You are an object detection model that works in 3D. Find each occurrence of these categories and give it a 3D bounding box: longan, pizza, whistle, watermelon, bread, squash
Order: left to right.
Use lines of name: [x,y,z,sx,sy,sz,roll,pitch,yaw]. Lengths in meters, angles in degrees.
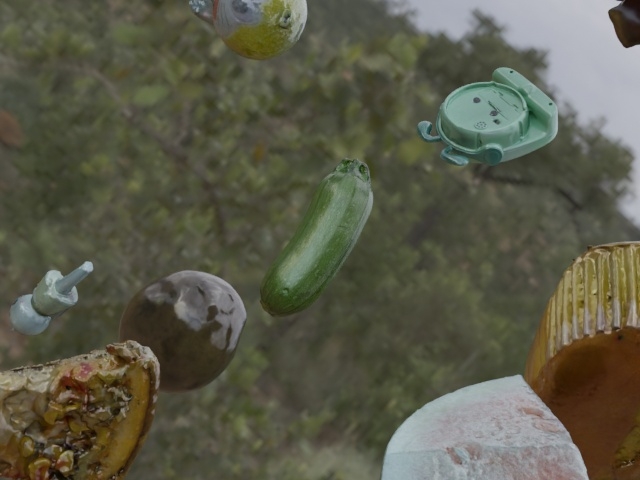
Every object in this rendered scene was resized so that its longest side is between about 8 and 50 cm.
whistle: [-0.223,0.048,1.191,0.035,0.100,0.035,37,31,-27]
pizza: [-0.307,0.199,1.693,0.288,0.251,0.074,38,13,-37]
longan: [-0.187,0.124,1.983,0.167,0.187,0.167,24,45,-27]
whistle: [-0.102,-0.295,1.801,0.123,0.123,0.223,38,-8,-41]
squash: [0.000,0.000,1.762,0.077,0.219,0.068,26,-8,19]
watermelon: [0.184,0.253,1.367,0.320,0.214,0.289,51,45,-29]
bread: [0.323,0.146,1.526,0.204,0.288,0.156,13,49,-7]

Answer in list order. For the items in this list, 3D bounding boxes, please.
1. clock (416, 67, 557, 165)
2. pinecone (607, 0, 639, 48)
clock: [0.242,-0.173,2.113,0.148,0.189,0.060,46,-26,41]
pinecone: [0.432,-0.345,1.327,0.384,0.384,0.384,42,5,-5]
